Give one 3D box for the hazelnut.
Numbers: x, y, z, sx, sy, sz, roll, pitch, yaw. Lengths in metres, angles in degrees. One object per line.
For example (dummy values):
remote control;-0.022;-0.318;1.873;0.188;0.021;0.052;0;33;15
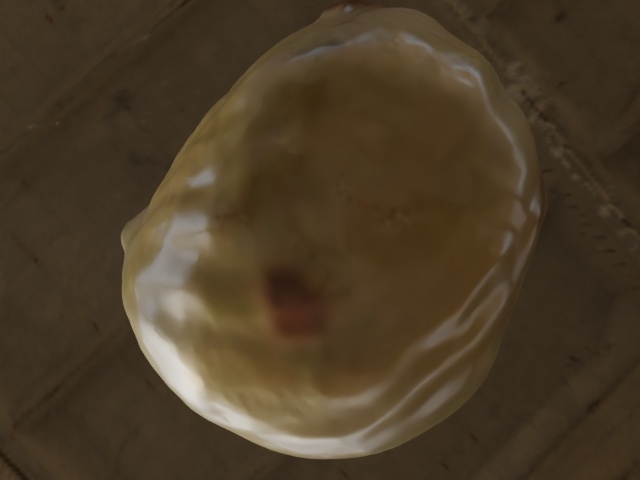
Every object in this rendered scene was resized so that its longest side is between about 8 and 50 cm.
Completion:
hazelnut;0.000;0.000;0.757;0.241;0.261;0.261;15;-88;13
